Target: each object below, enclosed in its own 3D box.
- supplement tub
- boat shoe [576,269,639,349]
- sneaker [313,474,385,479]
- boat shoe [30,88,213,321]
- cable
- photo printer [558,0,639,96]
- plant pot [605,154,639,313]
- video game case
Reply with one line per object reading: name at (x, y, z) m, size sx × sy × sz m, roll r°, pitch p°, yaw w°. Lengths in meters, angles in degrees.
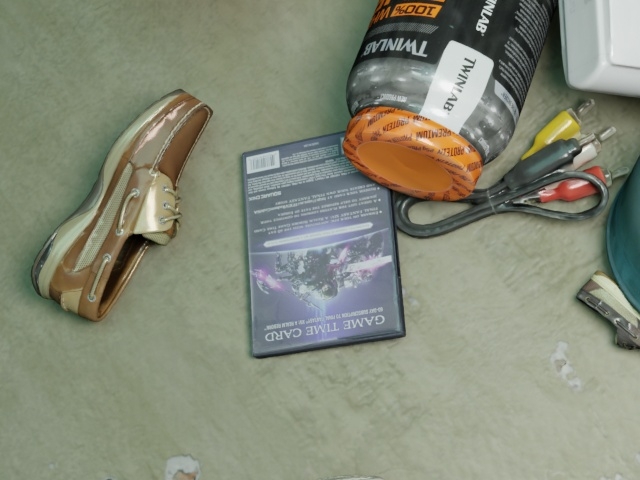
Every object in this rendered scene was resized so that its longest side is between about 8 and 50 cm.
supplement tub at (0.158, -0.231, 1.347) m, size 0.207 × 0.207 × 0.338 m, roll 15°, pitch 70°, yaw 17°
boat shoe at (0.358, 0.102, 1.294) m, size 0.049 × 0.056 × 0.152 m, roll -45°, pitch 65°, yaw 9°
sneaker at (-0.075, 0.368, 1.279) m, size 0.350 × 0.131 × 0.148 m, roll -19°, pitch 76°, yaw 13°
boat shoe at (-0.233, -0.037, 1.449) m, size 0.120 × 0.122 × 0.324 m, roll 35°, pitch 92°, yaw 15°
cable at (0.237, -0.054, 1.380) m, size 0.287 × 0.072 × 0.139 m, roll -28°, pitch 76°, yaw 17°
photo printer at (0.427, -0.281, 1.304) m, size 0.308 × 0.107 × 0.256 m, roll 5°, pitch 77°, yaw -21°
plant pot at (0.453, -0.051, 1.182) m, size 0.272 × 0.255 × 0.271 m, roll -3°, pitch 63°, yaw 5°
video game case at (0.000, 0.000, 1.410) m, size 0.196 × 0.026 × 0.274 m, roll -10°, pitch 72°, yaw 18°
